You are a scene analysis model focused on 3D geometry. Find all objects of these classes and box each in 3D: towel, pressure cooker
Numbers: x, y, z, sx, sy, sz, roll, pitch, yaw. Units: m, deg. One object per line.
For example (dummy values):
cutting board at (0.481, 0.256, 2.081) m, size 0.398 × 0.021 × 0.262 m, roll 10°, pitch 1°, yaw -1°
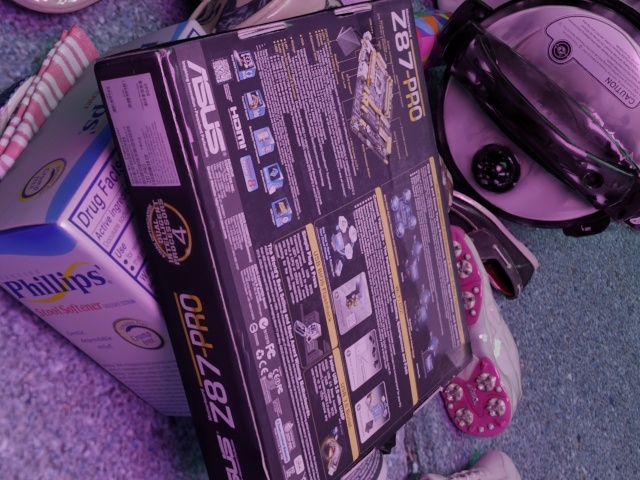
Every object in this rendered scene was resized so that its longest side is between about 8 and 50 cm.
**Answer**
towel at (-0.245, -0.103, 0.779) m, size 0.144 × 0.029 × 0.197 m, roll 52°, pitch 42°, yaw -45°
pressure cooker at (0.389, -0.207, 1.199) m, size 0.420 × 0.370 × 0.375 m, roll -28°, pitch 118°, yaw -54°

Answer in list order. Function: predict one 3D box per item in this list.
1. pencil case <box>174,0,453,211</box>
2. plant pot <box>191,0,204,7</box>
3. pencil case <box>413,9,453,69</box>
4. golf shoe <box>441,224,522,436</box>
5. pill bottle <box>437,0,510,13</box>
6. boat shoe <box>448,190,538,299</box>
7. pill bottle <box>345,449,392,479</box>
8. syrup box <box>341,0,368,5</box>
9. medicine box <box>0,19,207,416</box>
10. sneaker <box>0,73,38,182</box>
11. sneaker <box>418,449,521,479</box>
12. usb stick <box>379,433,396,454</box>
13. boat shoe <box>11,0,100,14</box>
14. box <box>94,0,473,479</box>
pencil case at (0.008, -0.140, 0.890) m, size 0.183 × 0.160 × 0.410 m, roll -46°, pitch 131°, yaw -7°
plant pot at (-0.098, -0.316, 0.955) m, size 0.110 × 0.237 × 0.237 m, roll -46°, pitch 111°, yaw 0°
pencil case at (0.144, -0.320, 1.238) m, size 0.236 × 0.104 × 0.104 m, roll -23°, pitch 90°, yaw -46°
golf shoe at (0.222, 0.127, 1.123) m, size 0.140 × 0.115 × 0.306 m, roll -5°, pitch 82°, yaw -56°
pill bottle at (0.332, -0.580, 1.450) m, size 0.204 × 0.204 × 0.360 m, roll 30°, pitch 54°, yaw -32°
boat shoe at (0.251, 0.001, 1.214) m, size 0.233 × 0.084 × 0.079 m, roll 42°, pitch 74°, yaw -16°
pill bottle at (0.011, 0.252, 0.851) m, size 0.180 × 0.108 × 0.108 m, roll 51°, pitch 45°, yaw -15°
syrup box at (0.018, -0.451, 1.172) m, size 0.237 × 0.093 × 0.096 m, roll 43°, pitch 48°, yaw -22°
medicine box at (-0.140, -0.012, 0.748) m, size 0.289 × 0.149 × 0.263 m, roll 51°, pitch 44°, yaw -34°
sneaker at (-0.304, -0.105, 0.752) m, size 0.058 × 0.052 × 0.135 m, roll 42°, pitch 55°, yaw -36°
sneaker at (0.181, 0.332, 0.980) m, size 0.115 × 0.090 × 0.232 m, roll 56°, pitch 42°, yaw -4°
usb stick at (0.076, 0.139, 1.009) m, size 0.077 × 0.045 × 0.277 m, roll 31°, pitch 53°, yaw -40°
boat shoe at (-0.245, -0.459, 0.888) m, size 0.187 × 0.156 × 0.500 m, roll 33°, pitch 64°, yaw -35°
box at (0.000, 0.000, 0.685) m, size 0.318 × 0.097 × 0.394 m, roll -29°, pitch 113°, yaw -43°
